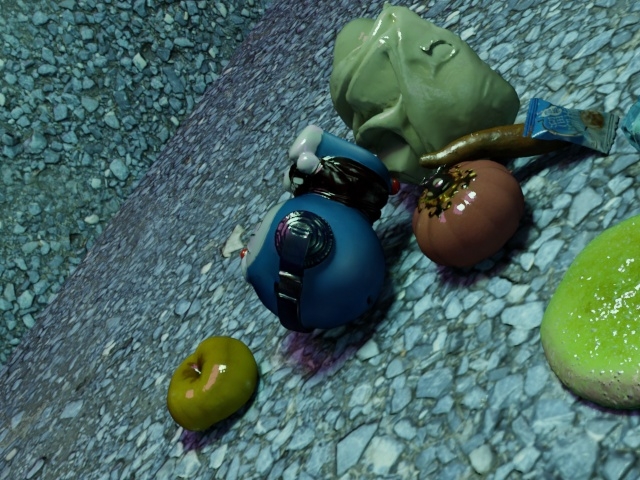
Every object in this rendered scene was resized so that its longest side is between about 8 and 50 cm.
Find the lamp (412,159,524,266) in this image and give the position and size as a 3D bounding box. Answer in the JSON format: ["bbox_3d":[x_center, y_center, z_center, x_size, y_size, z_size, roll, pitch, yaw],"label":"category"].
[{"bbox_3d":[0.215,-0.047,1.256,0.182,0.140,0.182,-37,27,23],"label":"lamp"}]

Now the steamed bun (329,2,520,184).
[{"bbox_3d":[0.146,-0.222,1.424,0.219,0.324,0.310,-55,18,-13],"label":"steamed bun"}]

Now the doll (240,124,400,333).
[{"bbox_3d":[0.000,0.000,1.366,0.240,0.284,0.309,17,72,14],"label":"doll"}]

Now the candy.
[{"bbox_3d":[0.378,-0.172,1.258,0.136,0.038,0.088,14,51,9],"label":"candy"}]

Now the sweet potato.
[{"bbox_3d":[0.286,-0.153,1.307,0.265,0.057,0.057,-7,34,7],"label":"sweet potato"}]

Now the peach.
[{"bbox_3d":[-0.191,0.248,1.459,0.179,0.103,0.179,-31,32,22],"label":"peach"}]

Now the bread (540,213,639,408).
[{"bbox_3d":[0.385,0.062,0.947,0.301,0.045,0.301,-34,28,21],"label":"bread"}]

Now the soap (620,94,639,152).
[{"bbox_3d":[0.526,-0.165,1.042,0.156,0.077,0.293,-50,26,-14],"label":"soap"}]
